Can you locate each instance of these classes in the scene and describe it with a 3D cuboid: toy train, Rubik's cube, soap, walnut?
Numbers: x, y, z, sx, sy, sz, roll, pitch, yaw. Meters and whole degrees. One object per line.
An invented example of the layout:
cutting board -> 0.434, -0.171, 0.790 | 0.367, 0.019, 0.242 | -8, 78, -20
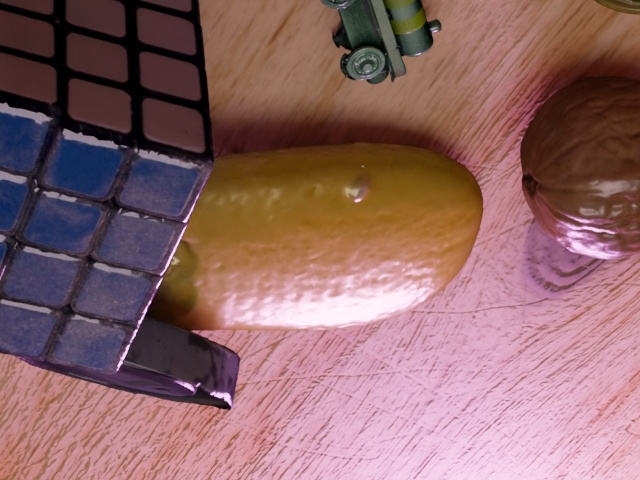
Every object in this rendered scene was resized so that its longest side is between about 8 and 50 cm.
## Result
toy train -> 0.066, -0.273, 2.031 | 0.132, 0.083, 0.200 | -19, 132, 4
Rubik's cube -> -0.331, -0.105, 1.941 | 0.337, 0.344, 0.344 | 14, 128, -20
soap -> -0.002, -0.002, 2.218 | 0.427, 0.115, 0.306 | -1, 130, -23
walnut -> 0.354, -0.089, 2.154 | 0.228, 0.228, 0.228 | -4, 131, -5

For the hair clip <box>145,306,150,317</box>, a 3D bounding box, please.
hair clip -> -0.189, 0.016, 2.237 | 0.137, 0.090, 0.278 | 23, 124, -37

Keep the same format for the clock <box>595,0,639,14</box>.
clock -> 0.381, -0.367, 2.015 | 0.237, 0.057, 0.237 | -4, 129, -4

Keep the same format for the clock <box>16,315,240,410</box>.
clock -> -0.259, 0.139, 2.220 | 0.325, 0.067, 0.325 | 14, 168, 3
